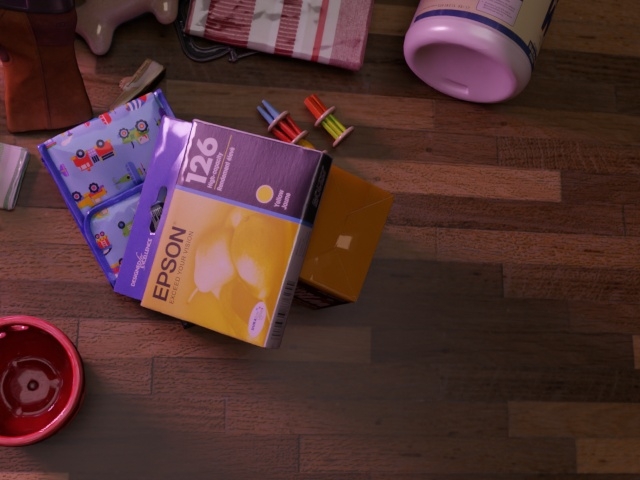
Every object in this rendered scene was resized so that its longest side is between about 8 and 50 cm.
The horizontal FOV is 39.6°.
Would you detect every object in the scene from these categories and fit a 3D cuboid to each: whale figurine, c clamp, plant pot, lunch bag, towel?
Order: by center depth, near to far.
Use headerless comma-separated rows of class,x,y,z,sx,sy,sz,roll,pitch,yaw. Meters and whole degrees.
plant pot,-0.457,0.219,1.367,0.191,0.174,0.191,2,78,-10
lunch bag,-0.302,-0.068,1.494,0.221,0.138,0.293,-29,93,-14
towel,-0.580,-0.120,1.498,0.152,0.023,0.113,14,75,-7
whale figurine,-0.332,-0.455,1.578,0.216,0.141,0.272,41,98,4
towel,-0.066,-0.452,1.628,0.329,0.037,0.237,11,83,-4
c clamp,-0.197,-0.393,1.632,0.137,0.022,0.160,-23,84,-9

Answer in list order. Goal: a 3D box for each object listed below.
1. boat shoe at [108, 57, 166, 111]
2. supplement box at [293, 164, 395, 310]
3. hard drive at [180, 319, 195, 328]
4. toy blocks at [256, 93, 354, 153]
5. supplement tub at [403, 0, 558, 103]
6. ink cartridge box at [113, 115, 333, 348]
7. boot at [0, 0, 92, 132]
boat shoe,-0.330,-0.268,1.565,0.045,0.050,0.135,38,64,3
supplement box,0.000,0.000,1.479,0.129,0.194,0.191,25,74,-15
hard drive,-0.185,0.085,1.525,0.135,0.022,0.094,-19,81,-13
toy blocks,-0.030,-0.216,1.604,0.123,0.054,0.148,-43,88,-15
supplement tub,0.310,-0.441,1.621,0.236,0.235,0.324,24,75,-5
ink cartridge box,-0.165,-0.023,1.361,0.307,0.072,0.303,15,90,18
boot,-0.518,-0.299,1.440,0.264,0.280,0.096,-11,49,-17
